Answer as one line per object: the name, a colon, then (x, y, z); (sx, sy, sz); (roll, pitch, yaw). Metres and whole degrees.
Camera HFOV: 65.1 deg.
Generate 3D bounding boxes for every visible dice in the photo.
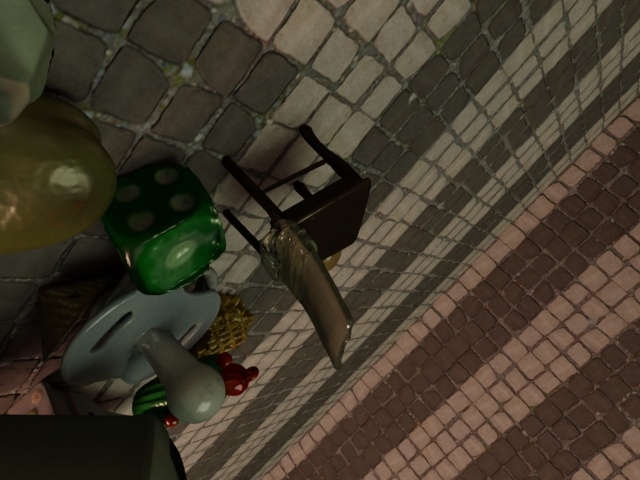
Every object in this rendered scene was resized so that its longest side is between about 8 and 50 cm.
dice: (-0.206, -0.016, 0.652); (0.128, 0.120, 0.131); (-29, 149, -22)

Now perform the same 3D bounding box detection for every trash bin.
trash bin: (-0.383, 0.350, 0.612); (0.431, 0.280, 0.280); (10, 131, -19)

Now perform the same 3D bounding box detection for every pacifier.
pacifier: (-0.224, 0.168, 0.765); (0.244, 0.233, 0.299); (-42, 161, 2)

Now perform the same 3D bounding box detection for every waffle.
waffle: (-0.229, 0.192, 1.001); (0.197, 0.070, 0.193); (-14, 143, -44)

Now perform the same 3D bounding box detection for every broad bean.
broad bean: (-0.329, -0.052, 0.456); (0.263, 0.121, 0.189); (-9, 147, -25)

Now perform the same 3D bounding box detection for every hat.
hat: (-0.352, 0.084, 0.679); (0.146, 0.067, 0.146); (-45, -164, 17)

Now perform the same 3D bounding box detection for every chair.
chair: (0.000, 0.000, 0.731); (0.186, 0.319, 0.160); (-28, 152, -26)

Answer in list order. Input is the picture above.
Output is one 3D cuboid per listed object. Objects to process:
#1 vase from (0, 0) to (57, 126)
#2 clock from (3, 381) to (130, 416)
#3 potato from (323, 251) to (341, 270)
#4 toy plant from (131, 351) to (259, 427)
vase: (-0.262, -0.217, 0.229); (0.165, 0.165, 0.360); (-31, 149, -21)
clock: (-0.456, 0.403, 0.914); (0.235, 0.166, 0.309); (-41, 147, -1)
potato: (-0.007, 0.007, 0.987); (0.112, 0.112, 0.147); (-7, 132, -50)
toy plant: (-0.226, 0.262, 0.901); (0.240, 0.154, 0.088); (-29, 109, -6)
